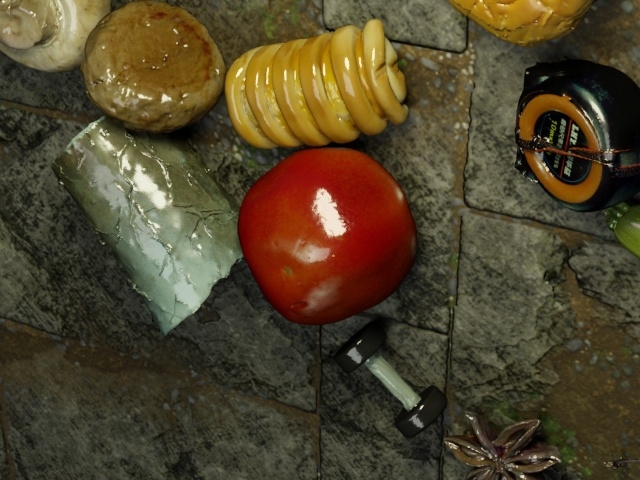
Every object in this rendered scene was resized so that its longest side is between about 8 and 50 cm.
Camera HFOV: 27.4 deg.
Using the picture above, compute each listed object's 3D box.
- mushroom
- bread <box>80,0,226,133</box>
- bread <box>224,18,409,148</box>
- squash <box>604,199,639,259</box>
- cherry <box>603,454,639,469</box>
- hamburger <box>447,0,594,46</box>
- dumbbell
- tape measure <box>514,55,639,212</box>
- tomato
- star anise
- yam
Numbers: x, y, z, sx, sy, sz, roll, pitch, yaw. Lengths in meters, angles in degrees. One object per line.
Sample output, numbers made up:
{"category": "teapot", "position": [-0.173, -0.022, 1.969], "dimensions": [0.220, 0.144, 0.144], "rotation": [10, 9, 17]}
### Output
{"category": "mushroom", "position": [-0.460, -0.386, 2.136], "dimensions": [0.254, 0.184, 0.255], "rotation": [15, 136, 15]}
{"category": "bread", "position": [-0.267, -0.269, 2.078], "dimensions": [0.230, 0.230, 0.123], "rotation": [41, 151, 2]}
{"category": "bread", "position": [-0.017, -0.225, 2.018], "dimensions": [0.311, 0.121, 0.173], "rotation": [-9, 114, 34]}
{"category": "squash", "position": [0.456, -0.020, 1.903], "dimensions": [0.132, 0.105, 0.105], "rotation": [23, 127, 32]}
{"category": "cherry", "position": [0.559, 0.344, 2.059], "dimensions": [0.225, 0.107, 0.090], "rotation": [1, 118, 55]}
{"category": "hamburger", "position": [0.269, -0.372, 1.743], "dimensions": [0.244, 0.163, 0.244], "rotation": [14, 125, 21]}
{"category": "dumbbell", "position": [0.119, 0.236, 2.227], "dimensions": [0.191, 0.100, 0.100], "rotation": [48, 129, -3]}
{"category": "tape measure", "position": [0.368, -0.145, 1.820], "dimensions": [0.223, 0.135, 0.202], "rotation": [41, 142, 41]}
{"category": "tomato", "position": [0.000, 0.000, 2.075], "dimensions": [0.298, 0.226, 0.299], "rotation": [16, 127, 23]}
{"category": "star anise", "position": [0.317, 0.381, 2.219], "dimensions": [0.212, 0.073, 0.197], "rotation": [-1, 113, 33]}
{"category": "yam", "position": [-0.273, -0.049, 2.183], "dimensions": [0.241, 0.241, 0.348], "rotation": [-32, 97, 38]}
